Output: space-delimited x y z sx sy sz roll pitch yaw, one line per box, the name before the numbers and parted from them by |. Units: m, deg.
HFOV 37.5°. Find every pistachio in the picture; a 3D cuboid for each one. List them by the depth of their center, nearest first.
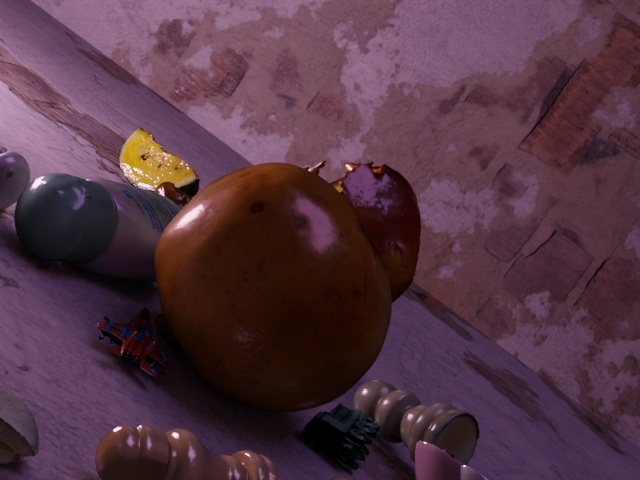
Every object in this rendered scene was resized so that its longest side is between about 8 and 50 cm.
pistachio | -0.313 -0.049 1.984 0.210 0.165 0.131 86 -6 -75

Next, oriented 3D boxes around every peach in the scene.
peach | 0.000 0.000 1.953 0.416 0.353 0.339 8 -1 -12

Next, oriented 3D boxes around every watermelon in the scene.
watermelon | -0.399 -0.170 2.296 0.301 0.129 0.123 37 6 40

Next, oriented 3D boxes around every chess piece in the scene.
chess piece | -0.095 0.306 1.157 0.397 0.117 0.117 27 13 -32
chess piece | 0.161 0.333 1.746 0.243 0.133 0.133 23 -1 45

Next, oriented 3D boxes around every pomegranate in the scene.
pomegranate | -0.087 0.078 1.536 0.416 0.417 0.417 34 10 -7

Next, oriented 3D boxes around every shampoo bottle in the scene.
shampoo bottle | -0.378 -0.025 1.638 0.222 0.151 0.349 46 13 23

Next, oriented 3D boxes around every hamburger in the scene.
hamburger | -0.355 0.189 1.015 0.121 0.054 0.084 35 6 -14

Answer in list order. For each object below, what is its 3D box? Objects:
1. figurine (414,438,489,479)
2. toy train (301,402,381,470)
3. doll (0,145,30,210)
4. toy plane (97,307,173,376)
figurine | 0.067 0.368 1.010 0.206 0.316 0.284 22 -25 38
toy train | 0.039 0.327 1.609 0.111 0.071 0.170 29 9 9
doll | -0.580 -0.131 1.593 0.180 0.110 0.107 33 9 3
toy plane | -0.279 0.146 1.431 0.130 0.061 0.189 32 6 -14
